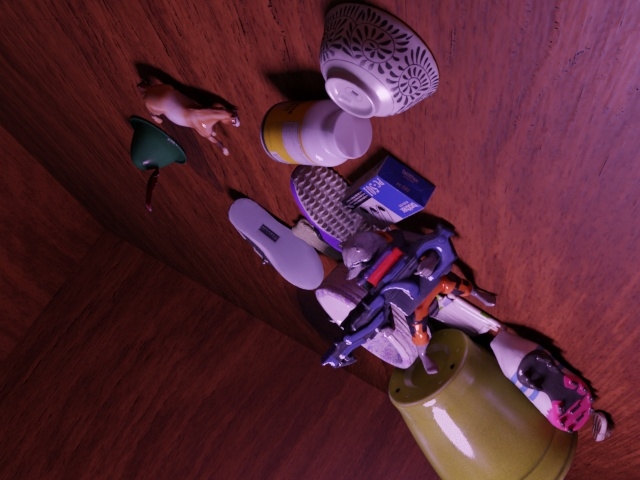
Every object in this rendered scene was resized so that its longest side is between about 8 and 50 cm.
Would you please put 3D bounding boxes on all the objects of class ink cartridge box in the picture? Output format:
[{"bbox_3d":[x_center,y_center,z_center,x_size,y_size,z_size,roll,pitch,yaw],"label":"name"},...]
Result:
[{"bbox_3d":[0.113,-0.079,1.235,0.097,0.046,0.207,34,164,-8],"label":"ink cartridge box"}]

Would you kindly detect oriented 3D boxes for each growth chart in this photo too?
[{"bbox_3d":[0.314,0.173,1.636,0.172,0.021,0.237,34,164,-1],"label":"growth chart"}]

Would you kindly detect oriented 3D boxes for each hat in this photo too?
[{"bbox_3d":[-0.453,-0.185,1.761,0.173,0.183,0.208,38,164,-14],"label":"hat"}]

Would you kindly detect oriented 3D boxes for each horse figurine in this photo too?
[{"bbox_3d":[-0.277,-0.259,1.424,0.263,0.066,0.174,28,169,9],"label":"horse figurine"}]

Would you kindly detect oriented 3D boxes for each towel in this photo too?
[{"bbox_3d":[0.000,0.000,1.721,0.148,0.027,0.110,35,163,-6],"label":"towel"}]

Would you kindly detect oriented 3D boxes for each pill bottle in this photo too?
[{"bbox_3d":[-0.007,-0.168,1.100,0.184,0.103,0.103,12,153,52],"label":"pill bottle"}]

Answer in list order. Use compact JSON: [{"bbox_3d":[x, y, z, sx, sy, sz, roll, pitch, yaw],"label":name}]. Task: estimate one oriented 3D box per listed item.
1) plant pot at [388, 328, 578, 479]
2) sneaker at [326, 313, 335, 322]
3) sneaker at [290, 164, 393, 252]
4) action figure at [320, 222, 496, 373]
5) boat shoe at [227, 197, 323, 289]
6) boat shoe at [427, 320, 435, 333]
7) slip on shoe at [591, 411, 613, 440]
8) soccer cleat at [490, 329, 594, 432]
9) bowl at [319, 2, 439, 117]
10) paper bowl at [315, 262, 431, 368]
[{"bbox_3d":[0.358,0.409,1.700,0.353,0.366,0.366,46,161,-17],"label":"plant pot"},{"bbox_3d":[0.118,0.184,1.951,0.108,0.100,0.271,13,169,-23],"label":"sneaker"},{"bbox_3d":[0.020,-0.044,1.415,0.293,0.102,0.146,43,162,-32],"label":"sneaker"},{"bbox_3d":[0.139,0.113,1.355,0.330,0.341,0.178,45,-173,-28],"label":"action figure"},{"bbox_3d":[-0.120,0.013,1.842,0.306,0.113,0.105,37,170,-4],"label":"boat shoe"},{"bbox_3d":[0.251,0.253,1.885,0.095,0.079,0.254,21,160,38],"label":"boat shoe"},{"bbox_3d":[0.685,0.449,1.704,0.041,0.051,0.135,-12,142,8],"label":"slip on shoe"},{"bbox_3d":[0.492,0.303,1.560,0.331,0.116,0.143,45,179,-35],"label":"soccer cleat"},{"bbox_3d":[0.057,-0.210,0.898,0.170,0.080,0.170,31,163,10],"label":"bowl"},{"bbox_3d":[0.138,0.158,1.669,0.284,0.148,0.284,37,165,12],"label":"paper bowl"}]
